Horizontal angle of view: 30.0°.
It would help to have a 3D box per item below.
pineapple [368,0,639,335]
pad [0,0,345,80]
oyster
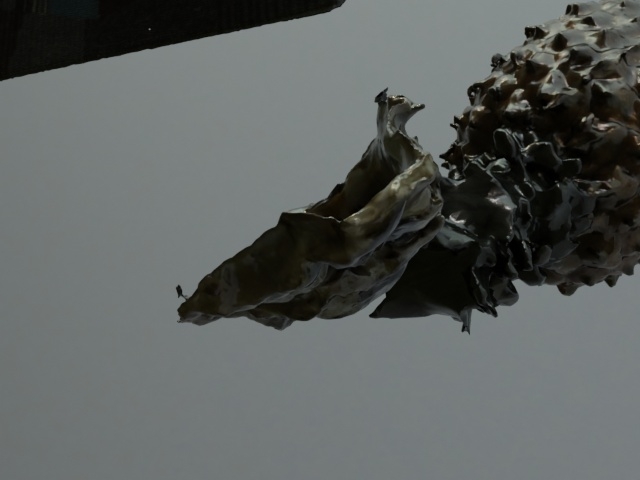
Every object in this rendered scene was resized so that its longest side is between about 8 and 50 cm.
[{"bbox_3d":[0.155,-0.046,0.807,0.202,0.362,0.202,14,-64,31],"label":"pineapple"},{"bbox_3d":[-0.100,-0.102,0.372,0.003,0.211,0.143,66,15,-56],"label":"pad"},{"bbox_3d":[0.006,-0.003,0.401,0.103,0.051,0.148,-39,-171,18],"label":"oyster"}]
